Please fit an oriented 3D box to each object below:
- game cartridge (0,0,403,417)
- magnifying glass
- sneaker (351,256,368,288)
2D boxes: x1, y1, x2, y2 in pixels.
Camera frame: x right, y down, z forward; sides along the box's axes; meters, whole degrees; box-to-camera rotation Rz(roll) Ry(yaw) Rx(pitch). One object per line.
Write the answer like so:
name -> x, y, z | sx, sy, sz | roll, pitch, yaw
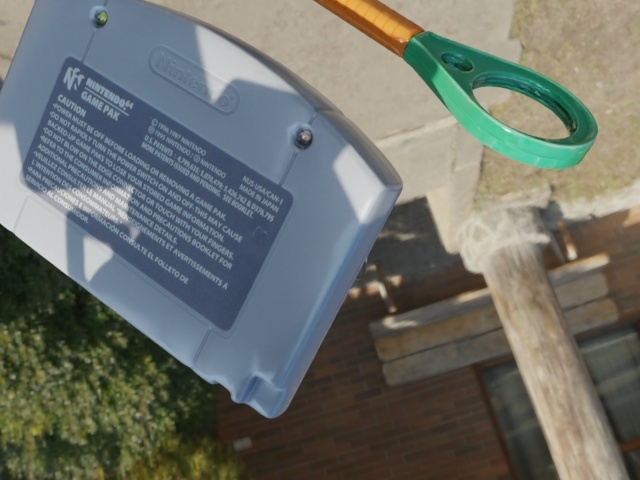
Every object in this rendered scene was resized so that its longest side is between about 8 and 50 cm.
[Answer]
game cartridge -> -0.098, -0.045, 0.533 | 0.060, 0.294, 0.196 | -11, 130, -62
magnifying glass -> 0.084, -0.123, 0.550 | 0.092, 0.231, 0.026 | -34, 153, -43
sneaker -> 0.001, 0.000, 0.921 | 0.098, 0.135, 0.276 | 12, 177, 16
